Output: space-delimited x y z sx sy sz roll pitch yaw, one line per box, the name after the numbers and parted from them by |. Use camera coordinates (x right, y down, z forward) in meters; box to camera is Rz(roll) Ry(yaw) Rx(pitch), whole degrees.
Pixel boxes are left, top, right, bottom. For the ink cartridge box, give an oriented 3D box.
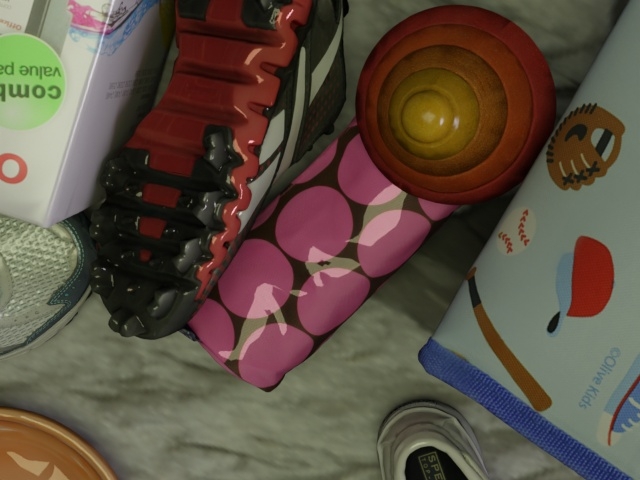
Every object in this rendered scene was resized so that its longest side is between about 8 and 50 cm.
-0.188 -0.173 0.731 0.198 0.197 0.270 18 100 0 | ink cartridge box

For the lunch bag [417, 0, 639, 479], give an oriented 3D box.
0.302 0.034 0.662 0.385 0.239 0.328 35 103 23 | lunch bag

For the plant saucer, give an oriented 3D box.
-0.227 0.211 0.876 0.200 0.037 0.200 0 99 2 | plant saucer

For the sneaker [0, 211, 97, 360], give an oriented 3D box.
-0.277 0.056 0.810 0.283 0.122 0.110 -22 98 6 | sneaker

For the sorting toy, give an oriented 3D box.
0.084 -0.191 0.661 0.127 0.126 0.365 11 102 12 | sorting toy

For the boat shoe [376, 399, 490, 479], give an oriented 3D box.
0.112 0.238 0.836 0.096 0.088 0.267 -18 98 5 | boat shoe

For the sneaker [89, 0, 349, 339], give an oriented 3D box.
-0.052 -0.065 0.766 0.098 0.135 0.276 17 87 30 | sneaker

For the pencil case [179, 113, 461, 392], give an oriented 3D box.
0.000 0.000 0.807 0.209 0.095 0.098 -43 70 6 | pencil case
